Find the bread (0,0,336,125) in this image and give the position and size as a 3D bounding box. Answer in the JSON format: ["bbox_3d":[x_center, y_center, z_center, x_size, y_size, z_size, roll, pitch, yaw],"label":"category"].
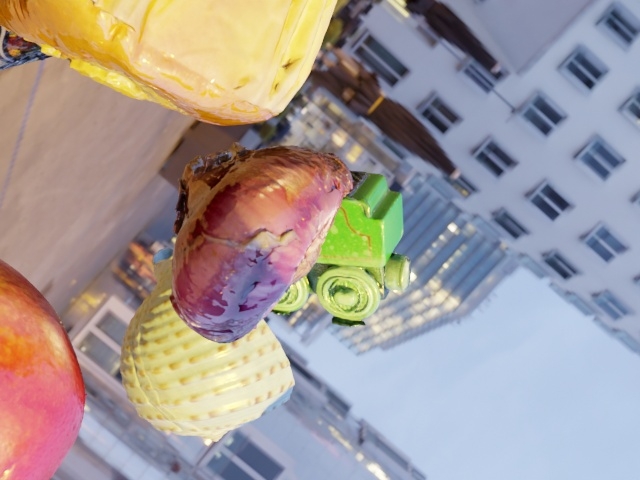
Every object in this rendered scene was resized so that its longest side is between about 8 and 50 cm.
[{"bbox_3d":[-0.112,-0.149,0.513,0.288,0.153,0.119,27,-92,54],"label":"bread"}]

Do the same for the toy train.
[{"bbox_3d":[0.000,0.000,1.169,0.132,0.243,0.188,-52,143,-57],"label":"toy train"}]

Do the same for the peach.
[{"bbox_3d":[-0.449,0.166,0.978,0.370,0.370,0.370,-48,-173,7],"label":"peach"}]

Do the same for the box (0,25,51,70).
[{"bbox_3d":[-0.375,-0.212,0.817,0.310,0.084,0.198,-21,174,-21],"label":"box"}]

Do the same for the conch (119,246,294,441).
[{"bbox_3d":[-0.208,0.194,1.429,0.303,0.319,0.215,1,-139,47],"label":"conch"}]

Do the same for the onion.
[{"bbox_3d":[-0.077,-0.015,0.886,0.230,0.163,0.230,-52,-177,4],"label":"onion"}]
